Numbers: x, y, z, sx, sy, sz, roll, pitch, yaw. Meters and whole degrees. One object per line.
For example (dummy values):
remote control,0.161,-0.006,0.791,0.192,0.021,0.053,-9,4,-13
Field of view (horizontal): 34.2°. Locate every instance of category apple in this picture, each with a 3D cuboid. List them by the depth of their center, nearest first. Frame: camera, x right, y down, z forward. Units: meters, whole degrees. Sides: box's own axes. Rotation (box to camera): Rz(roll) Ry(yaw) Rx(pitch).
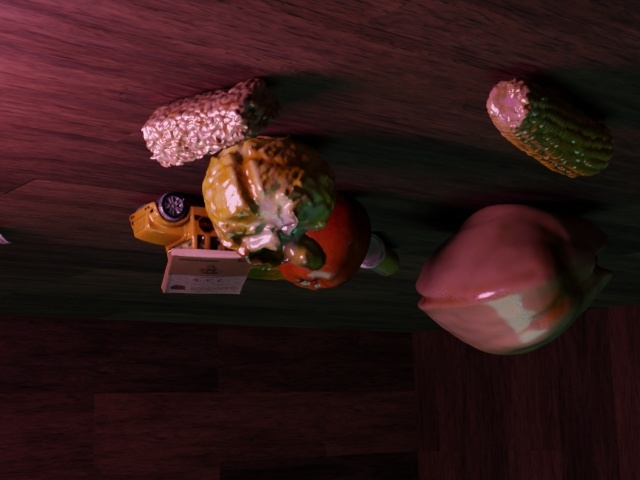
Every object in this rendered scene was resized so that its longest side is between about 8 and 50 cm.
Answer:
apple,0.004,0.001,1.730,0.156,0.158,0.147,18,148,-34

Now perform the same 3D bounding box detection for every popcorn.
popcorn,-0.060,-0.044,1.415,0.198,0.212,0.198,-13,-159,5

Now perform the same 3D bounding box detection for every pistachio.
pistachio,0.357,0.066,1.938,0.365,0.281,0.445,-13,-177,2

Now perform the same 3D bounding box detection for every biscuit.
biscuit,-0.125,-0.136,1.197,0.168,0.082,0.070,-11,121,36

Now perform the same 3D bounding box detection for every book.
book,-0.190,0.054,1.742,0.138,0.016,0.198,2,159,-12

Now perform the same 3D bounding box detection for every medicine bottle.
medicine bottle,0.121,0.034,2.210,0.074,0.074,0.218,-4,171,14

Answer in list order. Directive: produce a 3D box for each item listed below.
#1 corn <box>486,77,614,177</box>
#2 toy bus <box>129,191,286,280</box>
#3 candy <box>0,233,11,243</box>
corn,0.283,-0.134,1.269,0.086,0.086,0.288,-8,167,32
toy bus,-0.157,-0.002,1.801,0.336,0.123,0.121,6,165,-33
candy,-0.636,-0.006,1.930,0.175,0.043,0.045,-4,172,33
